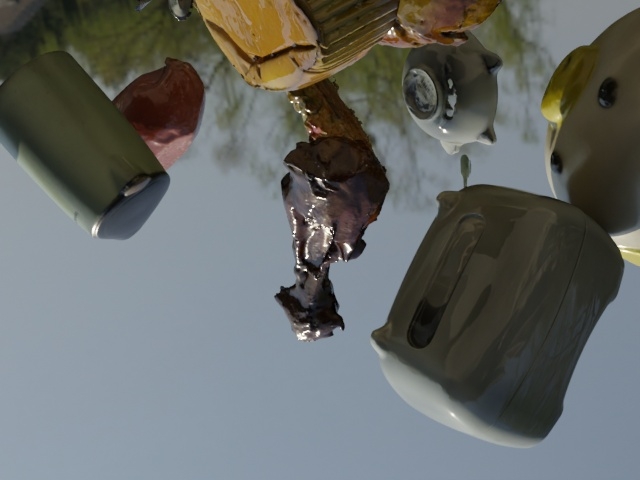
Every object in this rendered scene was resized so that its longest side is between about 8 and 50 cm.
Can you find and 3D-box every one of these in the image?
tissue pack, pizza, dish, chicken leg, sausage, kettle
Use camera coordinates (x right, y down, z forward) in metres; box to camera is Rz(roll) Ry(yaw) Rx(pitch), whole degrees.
[{"bbox_3d":[0.228,0.090,1.522,0.236,0.333,0.229,28,175,-34],"label":"tissue pack"},{"bbox_3d":[0.014,-0.163,1.634,0.069,0.226,0.147,-34,180,14],"label":"pizza"},{"bbox_3d":[0.204,-0.253,1.915,0.086,0.236,0.228,-20,-170,-32],"label":"dish"},{"bbox_3d":[0.000,0.000,1.247,0.113,0.304,0.093,22,-132,8],"label":"chicken leg"},{"bbox_3d":[-0.277,-0.183,1.835,0.148,0.148,0.254,-32,178,-43],"label":"sausage"},{"bbox_3d":[-0.350,-0.121,1.693,0.165,0.255,0.240,-40,171,-25],"label":"kettle"}]

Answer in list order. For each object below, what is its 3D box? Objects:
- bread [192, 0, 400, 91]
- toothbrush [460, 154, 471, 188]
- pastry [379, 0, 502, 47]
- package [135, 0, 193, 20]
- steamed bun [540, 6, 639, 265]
[{"bbox_3d":[-0.023,-0.286,1.315,0.156,0.204,0.288,-34,-179,-20],"label":"bread"},{"bbox_3d":[0.221,-0.021,1.734,0.016,0.219,0.019,-3,176,20],"label":"toothbrush"},{"bbox_3d":[0.113,-0.407,1.423,0.164,0.355,0.356,2,-170,-40],"label":"pastry"},{"bbox_3d":[-0.256,-0.489,1.811,0.071,0.269,0.194,-6,179,26],"label":"package"},{"bbox_3d":[0.477,-0.151,1.576,0.334,0.374,0.333,11,-131,-13],"label":"steamed bun"}]
